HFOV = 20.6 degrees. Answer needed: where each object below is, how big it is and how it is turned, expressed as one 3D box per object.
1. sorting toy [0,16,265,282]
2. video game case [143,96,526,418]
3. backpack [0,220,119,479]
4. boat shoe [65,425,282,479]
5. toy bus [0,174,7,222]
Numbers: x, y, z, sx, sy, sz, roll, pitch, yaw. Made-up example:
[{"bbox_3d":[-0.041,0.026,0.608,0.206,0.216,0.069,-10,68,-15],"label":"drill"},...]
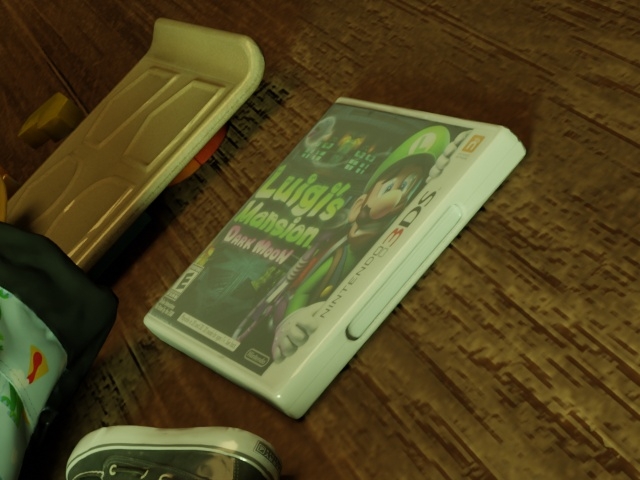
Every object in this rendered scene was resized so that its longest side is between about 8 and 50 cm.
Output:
[{"bbox_3d":[-0.156,-0.054,1.233,0.229,0.041,0.307,-52,24,-6],"label":"sorting toy"},{"bbox_3d":[0.000,0.000,0.909,0.173,0.022,0.190,-49,24,-10],"label":"video game case"},{"bbox_3d":[-0.293,0.153,0.896,0.290,0.273,0.355,-18,48,34],"label":"backpack"},{"bbox_3d":[-0.077,0.114,0.816,0.142,0.049,0.040,-13,39,46],"label":"boat shoe"},{"bbox_3d":[-0.340,0.022,1.157,0.220,0.211,0.149,-53,24,19],"label":"toy bus"}]
